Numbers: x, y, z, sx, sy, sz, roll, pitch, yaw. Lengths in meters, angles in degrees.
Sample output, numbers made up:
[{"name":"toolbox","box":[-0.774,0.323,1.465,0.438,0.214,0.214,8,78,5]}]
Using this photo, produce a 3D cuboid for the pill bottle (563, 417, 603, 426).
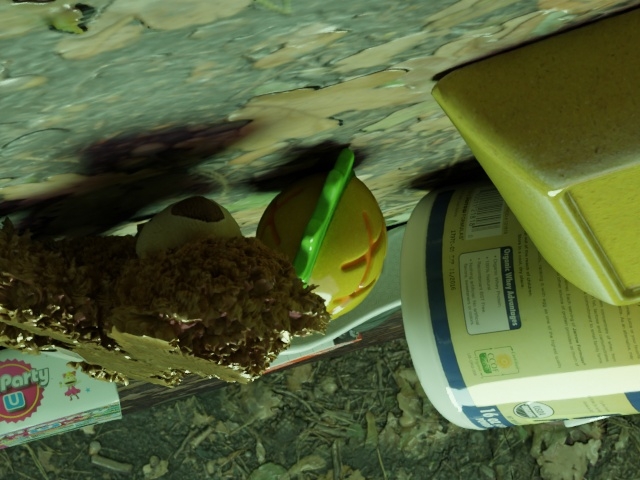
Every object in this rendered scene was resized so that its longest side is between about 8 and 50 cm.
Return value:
[{"name":"pill bottle","box":[0.271,0.064,1.653,0.136,0.245,0.136,-15,173,-2]}]

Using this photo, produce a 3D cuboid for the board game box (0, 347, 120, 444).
[{"name":"board game box","box":[-0.352,0.184,1.844,0.224,0.097,0.303,-15,171,-9]}]

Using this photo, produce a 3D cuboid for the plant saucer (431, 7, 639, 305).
[{"name":"plant saucer","box":[0.281,-0.056,1.062,0.333,0.081,0.333,-17,153,16]}]

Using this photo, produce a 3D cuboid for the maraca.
[{"name":"maraca","box":[0.000,0.000,1.177,0.099,0.127,0.185,18,164,4]}]

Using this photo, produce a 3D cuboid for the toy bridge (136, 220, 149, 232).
[{"name":"toy bridge","box":[-0.112,0.004,1.279,0.063,0.026,0.188,-16,173,-5]}]

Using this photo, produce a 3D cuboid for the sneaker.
[{"name":"sneaker","box":[-0.011,0.068,1.637,0.296,0.104,0.147,-17,168,-22]}]

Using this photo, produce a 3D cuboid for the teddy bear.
[{"name":"teddy bear","box":[-0.136,0.035,1.108,0.245,0.113,0.338,17,166,-13]}]

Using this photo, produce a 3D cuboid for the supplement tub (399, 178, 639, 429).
[{"name":"supplement tub","box":[0.251,0.041,1.383,0.316,0.228,0.228,-9,176,24]}]

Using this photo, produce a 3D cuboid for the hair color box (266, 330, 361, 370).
[{"name":"hair color box","box":[-0.038,0.097,1.851,0.167,0.093,0.053,-22,171,42]}]
